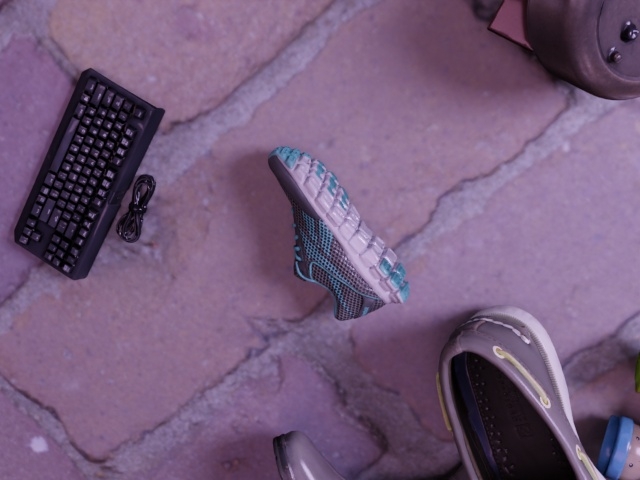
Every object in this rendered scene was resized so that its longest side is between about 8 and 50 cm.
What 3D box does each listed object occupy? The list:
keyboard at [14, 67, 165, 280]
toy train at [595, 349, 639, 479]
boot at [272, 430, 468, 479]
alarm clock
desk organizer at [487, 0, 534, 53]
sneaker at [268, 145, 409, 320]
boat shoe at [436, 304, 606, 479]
[{"bbox_3d":[-0.198,-0.048,0.658,0.108,0.023,0.180,30,109,0],"label":"keyboard"},{"bbox_3d":[0.318,0.108,0.586,0.143,0.105,0.248,16,108,18],"label":"toy train"},{"bbox_3d":[0.078,0.242,0.679,0.161,0.083,0.246,-34,98,4],"label":"boot"},{"bbox_3d":[0.222,-0.152,0.513,0.192,0.064,0.129,34,101,-38],"label":"alarm clock"},{"bbox_3d":[0.175,-0.201,0.541,0.050,0.047,0.130,28,108,3],"label":"desk organizer"},{"bbox_3d":[0.000,0.000,0.620,0.076,0.065,0.166,-34,96,20],"label":"sneaker"},{"bbox_3d":[0.177,0.205,0.593,0.109,0.091,0.305,-26,85,34],"label":"boat shoe"}]
